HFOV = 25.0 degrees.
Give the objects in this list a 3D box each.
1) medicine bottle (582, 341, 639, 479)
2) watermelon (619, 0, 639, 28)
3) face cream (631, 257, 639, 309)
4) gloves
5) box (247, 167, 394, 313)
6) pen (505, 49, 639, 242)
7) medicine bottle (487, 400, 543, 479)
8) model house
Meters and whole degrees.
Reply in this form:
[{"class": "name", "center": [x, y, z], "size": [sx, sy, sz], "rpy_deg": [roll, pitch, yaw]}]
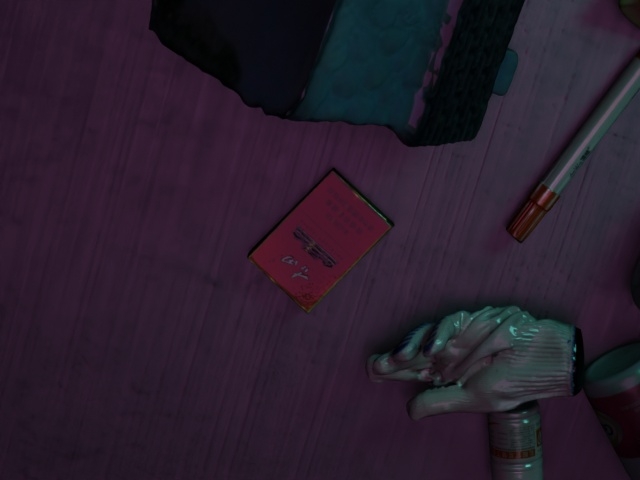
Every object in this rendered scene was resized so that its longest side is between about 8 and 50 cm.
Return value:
[{"class": "medicine bottle", "center": [0.359, 0.219, 1.519], "size": [0.090, 0.090, 0.217], "rpy_deg": [-27, 100, 7]}, {"class": "watermelon", "center": [0.377, -0.240, 1.419], "size": [0.135, 0.094, 0.125], "rpy_deg": [41, 93, -11]}, {"class": "face cream", "center": [0.499, 0.061, 1.485], "size": [0.336, 0.080, 0.163], "rpy_deg": [23, 104, -3]}, {"class": "gloves", "center": [0.161, 0.128, 1.505], "size": [0.229, 0.097, 0.119], "rpy_deg": [-1, 90, 0]}, {"class": "box", "center": [0.000, 0.000, 1.519], "size": [0.090, 0.023, 0.133], "rpy_deg": [45, 100, -5]}, {"class": "pen", "center": [0.269, -0.098, 1.486], "size": [0.028, 0.028, 0.239], "rpy_deg": [35, 101, -5]}, {"class": "medicine bottle", "center": [0.208, 0.215, 1.541], "size": [0.057, 0.057, 0.089], "rpy_deg": [-4, 103, 3]}, {"class": "model house", "center": [0.081, -0.288, 1.354], "size": [0.339, 0.297, 0.360], "rpy_deg": [9, 106, -37]}]
